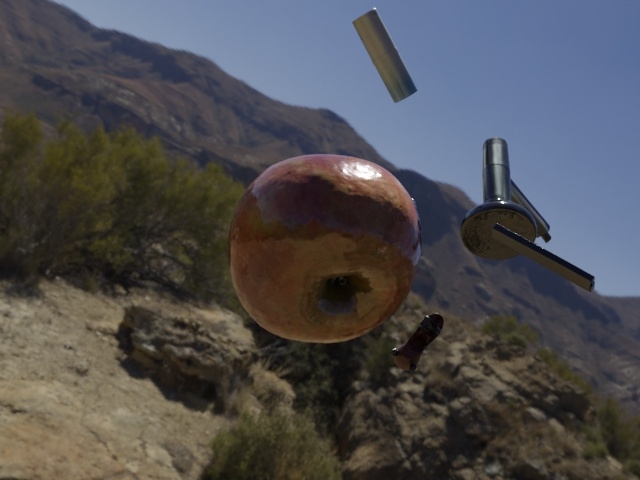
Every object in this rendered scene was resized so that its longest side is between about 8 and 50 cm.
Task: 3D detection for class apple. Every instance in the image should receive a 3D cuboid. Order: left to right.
[{"bbox_3d":[0.000,0.000,0.990,0.301,0.301,0.301,29,2,-1],"label":"apple"}]

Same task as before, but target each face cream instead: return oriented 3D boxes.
[{"bbox_3d":[0.178,-0.506,1.823,0.250,0.077,0.077,60,-5,-11],"label":"face cream"}]

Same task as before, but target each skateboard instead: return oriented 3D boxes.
[{"bbox_3d":[0.229,0.233,1.520,0.067,0.151,0.080,39,-12,16],"label":"skateboard"}]

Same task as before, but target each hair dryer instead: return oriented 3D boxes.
[{"bbox_3d":[0.467,-0.066,1.519,0.284,0.156,0.320,36,42,-11],"label":"hair dryer"}]

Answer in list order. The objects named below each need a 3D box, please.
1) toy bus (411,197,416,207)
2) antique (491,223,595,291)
[{"bbox_3d":[0.157,-0.066,1.766,0.106,0.184,0.090,47,27,-25],"label":"toy bus"},{"bbox_3d":[0.369,0.026,1.105,0.192,0.015,0.031,34,-24,35],"label":"antique"}]
